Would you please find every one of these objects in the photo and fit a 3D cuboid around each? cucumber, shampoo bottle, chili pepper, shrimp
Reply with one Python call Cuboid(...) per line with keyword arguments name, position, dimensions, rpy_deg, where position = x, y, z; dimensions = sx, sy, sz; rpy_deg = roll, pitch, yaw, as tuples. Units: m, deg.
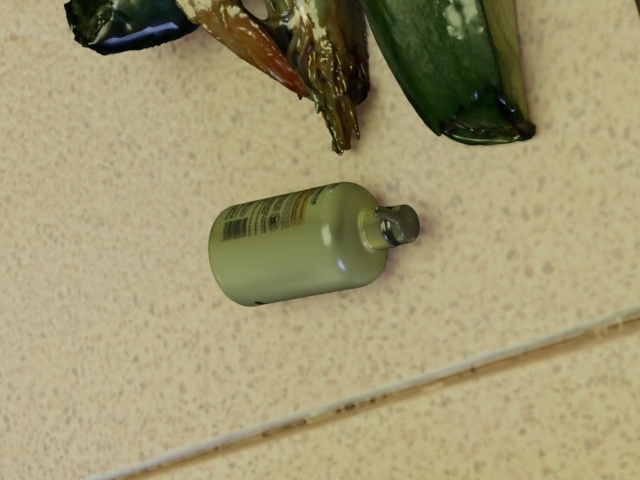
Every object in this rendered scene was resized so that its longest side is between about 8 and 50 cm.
Cuboid(name="cucumber", position=(0.066, -0.221, 1.103), dimensions=(0.145, 0.105, 0.325), rpy_deg=(-14, 83, 33))
Cuboid(name="shampoo bottle", position=(0.000, 0.000, 1.152), dimensions=(0.162, 0.079, 0.079), rpy_deg=(-11, 82, 33))
Cuboid(name="chili pepper", position=(-0.127, -0.268, 1.236), dimensions=(0.148, 0.116, 0.265), rpy_deg=(11, 88, -4))
Cuboid(name="shrimp", position=(-0.035, -0.186, 1.165), dimensions=(0.267, 0.145, 0.061), rpy_deg=(68, 165, -4))
